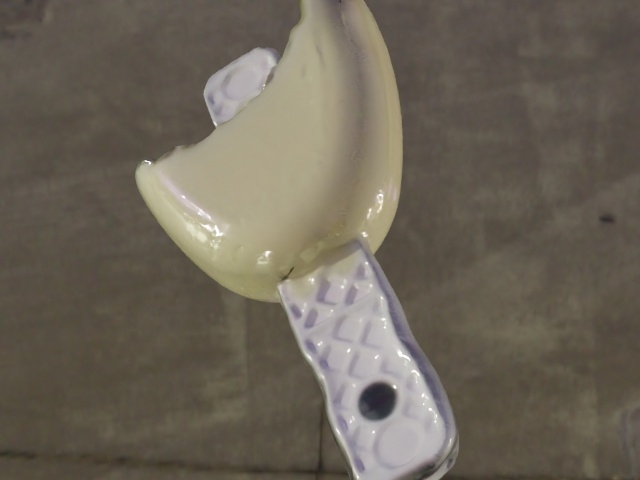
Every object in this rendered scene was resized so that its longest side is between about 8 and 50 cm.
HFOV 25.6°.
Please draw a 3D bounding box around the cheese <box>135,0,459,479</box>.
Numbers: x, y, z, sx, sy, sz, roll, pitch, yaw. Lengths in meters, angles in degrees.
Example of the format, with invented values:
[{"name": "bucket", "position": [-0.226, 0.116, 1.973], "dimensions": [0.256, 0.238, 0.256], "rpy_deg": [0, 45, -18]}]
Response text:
[{"name": "cheese", "position": [0.000, -0.001, 0.568], "dimensions": [0.127, 0.050, 0.235], "rpy_deg": [-31, 53, 8]}]
